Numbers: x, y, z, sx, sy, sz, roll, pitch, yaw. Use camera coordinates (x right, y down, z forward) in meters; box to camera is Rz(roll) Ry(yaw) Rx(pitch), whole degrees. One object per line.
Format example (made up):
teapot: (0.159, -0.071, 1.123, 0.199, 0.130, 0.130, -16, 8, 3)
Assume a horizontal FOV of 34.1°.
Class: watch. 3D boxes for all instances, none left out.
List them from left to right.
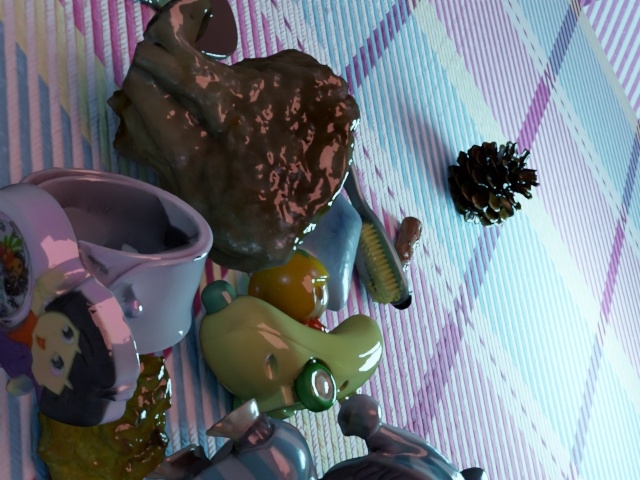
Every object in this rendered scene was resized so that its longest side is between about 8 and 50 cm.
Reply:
watch: (-0.212, 0.047, 1.016, 0.244, 0.196, 0.231, 32, 24, 25)

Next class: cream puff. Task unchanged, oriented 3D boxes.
cream puff: (-0.203, 0.184, 1.044, 0.146, 0.116, 0.146, 38, 41, -43)

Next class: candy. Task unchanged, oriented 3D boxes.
candy: (0.000, 0.000, 1.485, 0.138, 0.071, 0.174, 44, 43, -32)

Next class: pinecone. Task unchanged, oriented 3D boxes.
pinecone: (0.331, -0.114, 1.954, 0.163, 0.165, 0.163, 20, 57, -35)

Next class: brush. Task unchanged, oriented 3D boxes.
brush: (0.056, -0.025, 1.607, 0.060, 0.068, 0.297, -18, 84, -36)

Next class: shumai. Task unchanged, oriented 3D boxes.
shumai: (-0.117, -0.137, 1.205, 0.262, 0.267, 0.314, 39, 37, -42)

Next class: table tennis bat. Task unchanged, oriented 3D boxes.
table tennis bat: (-0.195, -0.324, 1.430, 0.246, 0.022, 0.138, 8, 65, -56)

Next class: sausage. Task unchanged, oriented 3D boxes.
sausage: (0.135, 0.015, 1.714, 0.158, 0.042, 0.036, -60, 160, -49)

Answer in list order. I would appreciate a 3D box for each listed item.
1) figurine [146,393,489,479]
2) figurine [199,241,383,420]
figurine: (0.028, 0.317, 1.241, 0.361, 0.266, 0.378, 54, 22, 2)
figurine: (-0.032, 0.115, 1.334, 0.324, 0.124, 0.222, -2, 70, -56)
